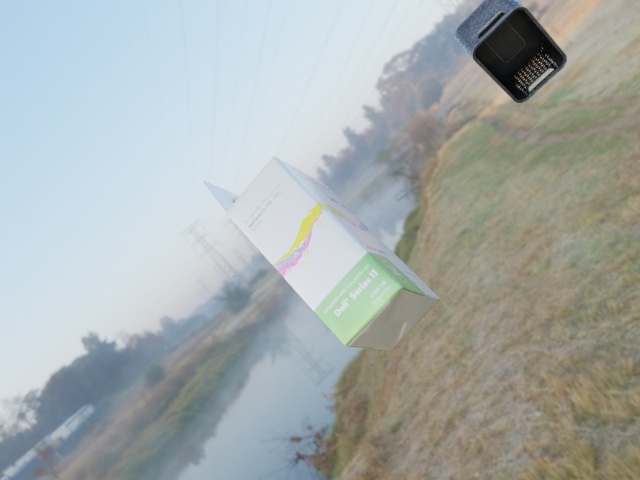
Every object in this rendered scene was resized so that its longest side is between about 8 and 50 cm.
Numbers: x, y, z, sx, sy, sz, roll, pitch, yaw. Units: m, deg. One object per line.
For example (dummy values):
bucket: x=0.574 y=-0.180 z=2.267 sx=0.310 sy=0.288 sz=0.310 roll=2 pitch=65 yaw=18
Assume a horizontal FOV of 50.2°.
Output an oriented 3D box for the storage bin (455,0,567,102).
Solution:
storage bin: x=0.351 y=-0.356 z=1.260 sx=0.122 sy=0.180 sz=0.084 roll=-43 pitch=39 yaw=21

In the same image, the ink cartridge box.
ink cartridge box: x=0.000 y=0.000 z=1.048 sx=0.119 sy=0.353 sz=0.207 roll=-48 pitch=-24 yaw=9
